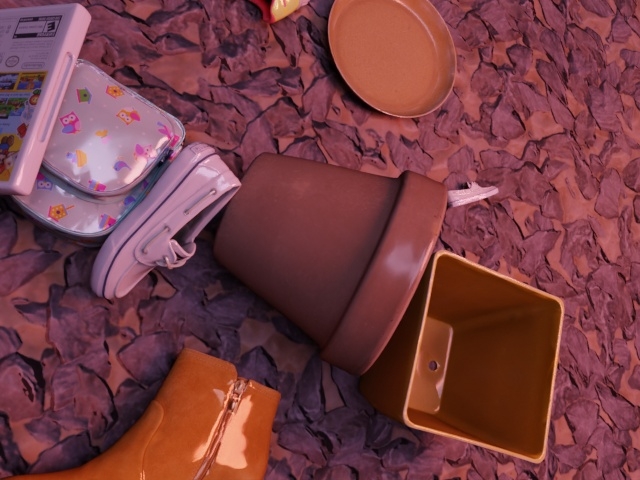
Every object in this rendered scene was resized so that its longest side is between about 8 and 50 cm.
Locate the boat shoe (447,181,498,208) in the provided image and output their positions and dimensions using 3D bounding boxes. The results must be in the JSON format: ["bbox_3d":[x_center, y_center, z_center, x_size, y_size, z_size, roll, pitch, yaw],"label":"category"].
[{"bbox_3d":[0.246,-0.080,0.990,0.100,0.035,0.035,-16,90,-20],"label":"boat shoe"}]

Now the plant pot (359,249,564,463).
[{"bbox_3d":[0.169,0.157,0.820,0.212,0.187,0.212,21,72,-20],"label":"plant pot"}]

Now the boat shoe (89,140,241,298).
[{"bbox_3d":[-0.177,-0.004,0.686,0.076,0.226,0.083,42,20,8],"label":"boat shoe"}]

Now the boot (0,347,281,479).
[{"bbox_3d":[-0.194,0.223,0.694,0.295,0.104,0.211,23,66,-25],"label":"boot"}]

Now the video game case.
[{"bbox_3d":[-0.363,-0.150,0.637,0.226,0.026,0.207,5,73,21],"label":"video game case"}]

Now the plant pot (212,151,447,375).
[{"bbox_3d":[0.000,0.000,0.758,0.229,0.263,0.263,26,69,0],"label":"plant pot"}]

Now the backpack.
[{"bbox_3d":[-0.262,-0.092,0.692,0.165,0.144,0.188,34,77,-14],"label":"backpack"}]

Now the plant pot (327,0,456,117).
[{"bbox_3d":[0.113,-0.304,0.971,0.236,0.032,0.237,5,78,-24],"label":"plant pot"}]

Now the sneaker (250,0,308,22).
[{"bbox_3d":[-0.110,-0.397,0.858,0.208,0.081,0.094,42,68,-13],"label":"sneaker"}]

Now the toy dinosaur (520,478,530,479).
[{"bbox_3d":[0.302,0.407,0.788,0.200,0.296,0.127,39,82,25],"label":"toy dinosaur"}]
